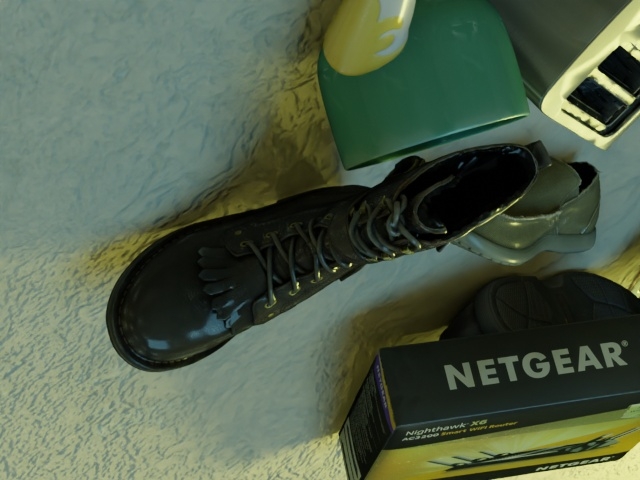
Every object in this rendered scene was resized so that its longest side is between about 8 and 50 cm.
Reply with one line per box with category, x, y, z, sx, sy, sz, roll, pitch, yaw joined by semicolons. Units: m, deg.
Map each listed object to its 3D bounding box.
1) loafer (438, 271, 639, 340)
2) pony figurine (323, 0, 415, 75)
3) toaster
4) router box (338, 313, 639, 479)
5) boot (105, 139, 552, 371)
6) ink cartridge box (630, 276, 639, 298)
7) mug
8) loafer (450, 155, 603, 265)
loafer;0.247;0.096;1.354;0.302;0.109;0.095;8;147;-42
pony figurine;0.100;-0.244;0.586;0.351;0.303;0.363;-28;165;2
toaster;0.206;-0.171;0.908;0.168;0.110;0.185;-47;148;17
router box;0.189;0.168;1.261;0.308;0.081;0.243;-7;154;-11
boot;0.000;0.000;0.851;0.263;0.091;0.229;-29;-174;-30
ink cartridge box;0.472;0.035;1.551;0.232;0.066;0.189;2;137;-18
mug;0.060;-0.110;0.847;0.129;0.097;0.158;-17;-179;-15
loafer;0.169;-0.036;1.098;0.251;0.094;0.087;-6;115;-55
